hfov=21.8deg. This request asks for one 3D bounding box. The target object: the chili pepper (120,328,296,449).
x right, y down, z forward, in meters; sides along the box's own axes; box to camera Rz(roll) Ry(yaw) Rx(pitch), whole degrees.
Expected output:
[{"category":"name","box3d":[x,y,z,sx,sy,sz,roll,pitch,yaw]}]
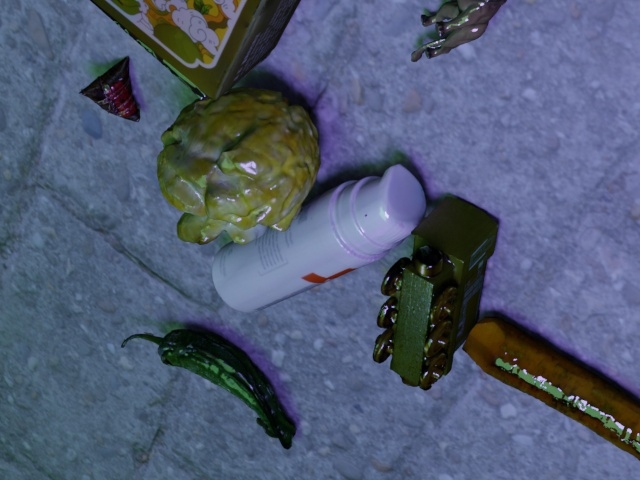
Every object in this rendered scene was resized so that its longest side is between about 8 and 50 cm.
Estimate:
[{"category":"chili pepper","box3d":[-0.140,0.183,2.301,0.279,0.065,0.122,36,137,6]}]

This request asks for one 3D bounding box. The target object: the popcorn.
[{"category":"popcorn","box3d":[-0.099,-0.078,1.935,0.198,0.198,0.212,29,121,20]}]

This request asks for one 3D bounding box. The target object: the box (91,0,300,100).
[{"category":"box","box3d":[-0.156,-0.405,1.750,0.373,0.138,0.420,41,142,6]}]

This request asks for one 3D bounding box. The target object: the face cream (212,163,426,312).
[{"category":"face cream","box3d":[0.000,0.000,1.992,0.345,0.102,0.102,-24,106,50]}]

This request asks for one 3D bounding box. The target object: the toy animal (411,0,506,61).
[{"category":"toy animal","box3d":[0.138,-0.233,1.687,0.220,0.086,0.069,-40,54,56]}]

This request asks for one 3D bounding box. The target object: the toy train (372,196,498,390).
[{"category":"toy train","box3d":[0.132,0.070,1.910,0.090,0.137,0.225,31,143,21]}]

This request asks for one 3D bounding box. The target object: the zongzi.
[{"category":"zongzi","box3d":[-0.271,-0.186,2.092,0.067,0.073,0.083,40,144,37]}]

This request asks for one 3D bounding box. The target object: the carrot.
[{"category":"carrot","box3d":[0.285,0.172,1.917,0.260,0.070,0.070,31,139,14]}]
